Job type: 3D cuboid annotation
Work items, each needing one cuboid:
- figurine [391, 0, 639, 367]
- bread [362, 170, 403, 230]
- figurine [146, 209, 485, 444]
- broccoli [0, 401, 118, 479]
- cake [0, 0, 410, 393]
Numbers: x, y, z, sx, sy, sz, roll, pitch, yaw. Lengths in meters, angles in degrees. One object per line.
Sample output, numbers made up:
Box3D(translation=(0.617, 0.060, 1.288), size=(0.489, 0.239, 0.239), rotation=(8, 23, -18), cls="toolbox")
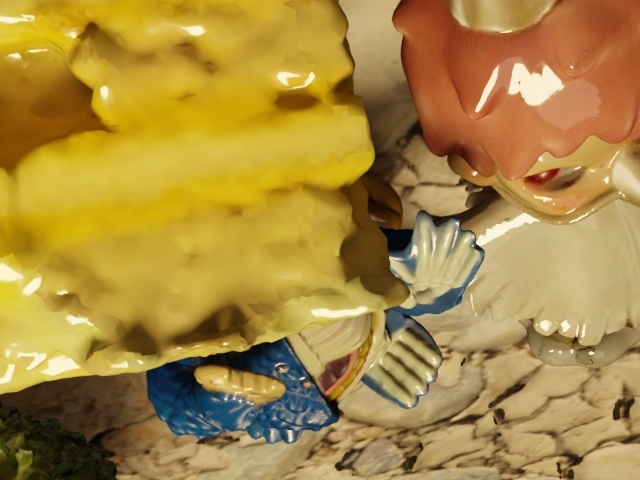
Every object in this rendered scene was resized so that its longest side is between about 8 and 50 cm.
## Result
Box3D(translation=(0.129, -0.068, 0.847), size=(0.207, 0.166, 0.387), rotation=(-32, 146, -8), cls="figurine")
Box3D(translation=(0.000, 0.000, 0.969), size=(0.082, 0.056, 0.115), rotation=(6, 133, -10), cls="bread")
Box3D(translation=(-0.020, 0.032, 0.853), size=(0.164, 0.120, 0.262), rotation=(-24, 163, -9), cls="figurine")
Box3D(translation=(-0.232, 0.266, 0.968), size=(0.353, 0.397, 0.275), rotation=(-38, 162, 19), cls="broccoli")
Box3D(translation=(-0.113, -0.097, 0.565), size=(0.222, 0.286, 0.227), rotation=(-11, -178, -10), cls="cake")
